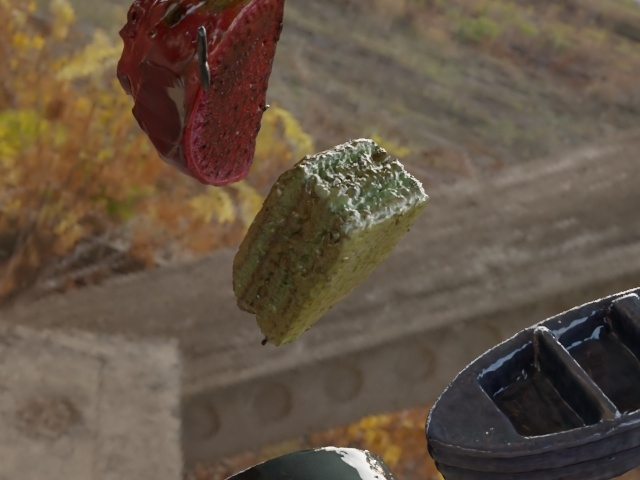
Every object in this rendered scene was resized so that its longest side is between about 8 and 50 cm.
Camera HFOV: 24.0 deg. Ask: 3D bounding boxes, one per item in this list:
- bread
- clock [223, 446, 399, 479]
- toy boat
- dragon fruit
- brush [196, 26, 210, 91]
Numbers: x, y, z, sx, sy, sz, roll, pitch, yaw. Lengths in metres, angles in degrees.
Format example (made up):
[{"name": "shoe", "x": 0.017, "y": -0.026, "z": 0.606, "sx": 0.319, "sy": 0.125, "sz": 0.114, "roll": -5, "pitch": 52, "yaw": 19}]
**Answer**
[{"name": "bread", "x": 0.000, "y": 0.000, "z": 1.452, "sx": 0.138, "sy": 0.196, "sz": 0.102, "roll": -27, "pitch": 68, "yaw": -41}, {"name": "clock", "x": -0.045, "y": 0.288, "z": 1.367, "sx": 0.280, "sy": 0.280, "sz": 0.055, "roll": 6, "pitch": 41, "yaw": -42}, {"name": "toy boat", "x": 0.208, "y": 0.121, "z": 1.202, "sx": 0.283, "sy": 0.078, "sz": 0.127, "roll": -21, "pitch": 49, "yaw": -18}, {"name": "dragon fruit", "x": -0.124, "y": -0.173, "z": 1.477, "sx": 0.163, "sy": 0.261, "sz": 0.189, "roll": 16, "pitch": 36, "yaw": -1}, {"name": "brush", "x": -0.091, "y": -0.141, "z": 1.166, "sx": 0.008, "sy": 0.083, "sz": 0.024, "roll": -14, "pitch": 66, "yaw": -8}]
